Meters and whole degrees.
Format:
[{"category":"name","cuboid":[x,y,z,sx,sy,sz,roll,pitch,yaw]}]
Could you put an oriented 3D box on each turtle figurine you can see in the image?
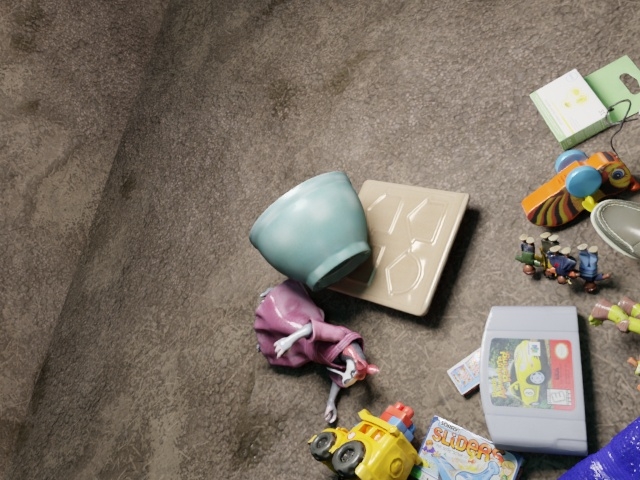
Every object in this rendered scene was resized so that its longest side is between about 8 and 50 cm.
[{"category":"turtle figurine","cuboid":[0.600,0.170,1.034,0.269,0.087,0.217,-16,26,-21]}]

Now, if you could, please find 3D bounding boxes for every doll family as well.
[{"category":"doll family","cuboid":[0.507,0.050,1.220,0.076,0.111,0.193,-27,31,-23]}]

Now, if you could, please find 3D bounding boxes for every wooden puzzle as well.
[{"category":"wooden puzzle","cuboid":[0.192,0.013,1.476,0.348,0.080,0.322,12,73,43]}]

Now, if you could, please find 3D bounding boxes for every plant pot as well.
[{"category":"plant pot","cuboid":[0.000,0.000,1.416,0.293,0.293,0.196,-38,73,12]}]

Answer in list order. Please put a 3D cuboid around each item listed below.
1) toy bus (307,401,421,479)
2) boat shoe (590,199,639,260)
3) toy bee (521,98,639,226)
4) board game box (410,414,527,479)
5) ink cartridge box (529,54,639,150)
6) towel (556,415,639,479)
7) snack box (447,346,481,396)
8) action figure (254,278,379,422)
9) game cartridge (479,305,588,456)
[{"category":"toy bus","cuboid":[0.109,0.441,1.257,0.211,0.149,0.220,-47,23,-22]},{"category":"boat shoe","cuboid":[0.657,0.012,1.083,0.305,0.091,0.109,37,99,22]},{"category":"toy bee","cuboid":[0.590,-0.123,1.235,0.298,0.162,0.195,-42,25,50]},{"category":"board game box","cuboid":[0.300,0.463,1.183,0.201,0.035,0.136,16,76,39]},{"category":"ink cartridge box","cuboid":[0.644,-0.339,1.366,0.235,0.056,0.171,-30,53,20]},{"category":"towel","cuboid":[0.549,0.426,0.947,0.308,0.076,0.228,-53,47,25]},{"category":"snack box","cuboid":[0.364,0.261,1.255,0.178,0.022,0.064,-39,52,11]},{"category":"action figure","cuboid":[0.006,0.254,1.434,0.370,0.248,0.276,14,47,39]},{"category":"game cartridge","cuboid":[0.421,0.272,1.164,0.196,0.060,0.294,-4,62,22]}]
